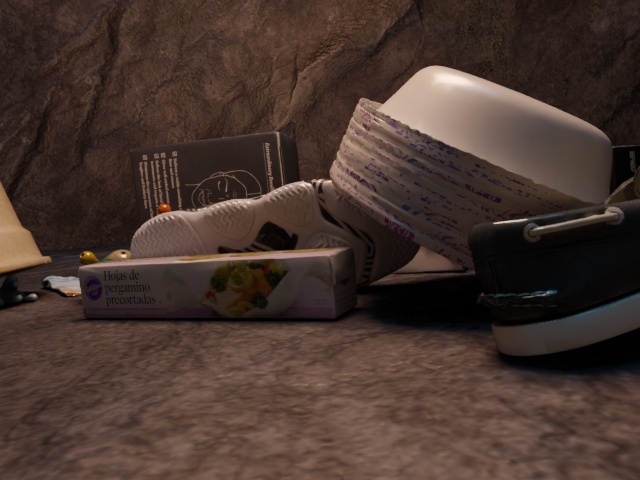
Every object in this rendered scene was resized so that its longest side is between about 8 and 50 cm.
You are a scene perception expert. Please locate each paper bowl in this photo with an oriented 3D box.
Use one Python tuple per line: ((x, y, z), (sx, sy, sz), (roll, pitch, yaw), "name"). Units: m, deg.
((0.164, -0.075, 0.537), (0.285, 0.148, 0.284), (20, 19, -7), "paper bowl")

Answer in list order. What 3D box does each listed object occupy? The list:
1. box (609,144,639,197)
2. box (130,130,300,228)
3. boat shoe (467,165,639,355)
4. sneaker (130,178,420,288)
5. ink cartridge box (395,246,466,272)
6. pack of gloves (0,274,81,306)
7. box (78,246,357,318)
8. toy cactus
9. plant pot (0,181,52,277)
((0.369, -0.053, 0.762), (0.078, 0.147, 0.180), (-7, 5, -23), "box")
((-0.259, -0.113, 1.409), (0.396, 0.293, 0.212), (-4, 5, 10), "box")
((0.243, -0.014, 0.364), (0.303, 0.091, 0.114), (-18, -1, -19), "boat shoe")
((-0.048, -0.007, 0.727), (0.366, 0.137, 0.210), (-7, 5, 10), "sneaker")
((0.184, 0.005, 0.801), (0.104, 0.060, 0.180), (-4, 4, 28), "ink cartridge box")
((-0.480, 0.069, 0.899), (0.195, 0.046, 0.232), (-10, 6, -39), "pack of gloves")
((-0.121, 0.048, 0.578), (0.324, 0.063, 0.067), (-4, 3, 25), "box")
((-0.299, 0.026, 0.839), (0.181, 0.112, 0.219), (-13, 18, 37), "toy cactus")
((-0.625, -0.065, 0.790), (0.334, 0.305, 0.334), (-15, 4, 1), "plant pot")
